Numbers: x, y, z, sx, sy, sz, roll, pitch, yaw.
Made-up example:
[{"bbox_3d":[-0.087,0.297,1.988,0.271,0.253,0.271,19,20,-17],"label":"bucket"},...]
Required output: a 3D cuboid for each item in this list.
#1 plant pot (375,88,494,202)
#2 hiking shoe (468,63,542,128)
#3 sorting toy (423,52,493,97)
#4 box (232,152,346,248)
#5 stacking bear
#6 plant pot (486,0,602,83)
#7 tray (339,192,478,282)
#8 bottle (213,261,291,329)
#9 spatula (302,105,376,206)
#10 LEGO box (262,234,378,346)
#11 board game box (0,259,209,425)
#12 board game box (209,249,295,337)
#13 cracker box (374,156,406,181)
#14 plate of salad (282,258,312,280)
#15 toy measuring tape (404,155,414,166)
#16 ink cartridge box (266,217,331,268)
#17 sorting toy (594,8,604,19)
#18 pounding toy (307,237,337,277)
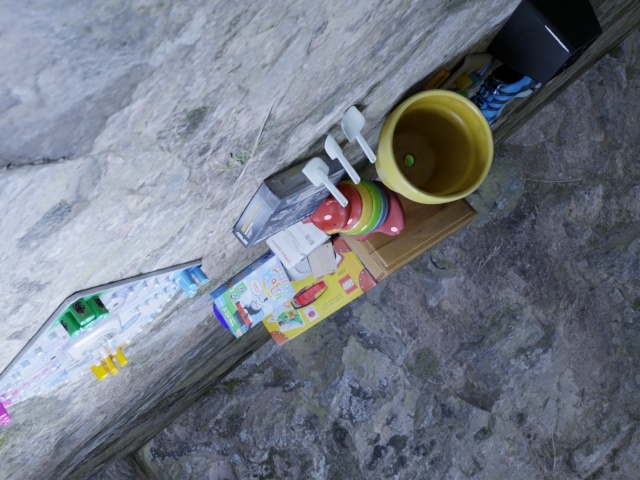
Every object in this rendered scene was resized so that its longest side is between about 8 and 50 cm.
[{"bbox_3d":[0.243,-0.207,1.514,0.254,0.254,0.239,-38,-174,-11],"label":"plant pot"},{"bbox_3d":[0.455,-0.395,1.715,0.304,0.113,0.132,-41,146,7],"label":"hiking shoe"},{"bbox_3d":[0.344,-0.382,1.606,0.196,0.047,0.348,-47,168,35],"label":"sorting toy"},{"bbox_3d":[-0.063,-0.090,1.371,0.231,0.056,0.183,-31,165,-42],"label":"box"},{"bbox_3d":[0.073,-0.081,1.638,0.176,0.164,0.289,-9,177,33],"label":"stacking bear"},{"bbox_3d":[0.552,-0.494,1.533,0.188,0.167,0.187,-36,170,-26],"label":"plant pot"},{"bbox_3d":[0.271,-0.059,1.939,0.411,0.202,0.076,-30,164,-31],"label":"tray"},{"bbox_3d":[-0.182,0.147,1.885,0.283,0.092,0.118,-37,173,-19],"label":"bottle"},{"bbox_3d":[0.055,-0.166,1.334,0.168,0.019,0.242,-57,154,-3],"label":"spatula"},{"bbox_3d":[0.062,0.122,2.209,0.500,0.193,0.373,-38,174,39],"label":"LEGO box"},{"bbox_3d":[-0.448,0.206,1.285,0.390,0.050,0.390,-43,170,22],"label":"board game box"},{"bbox_3d":[-0.185,0.150,1.779,0.212,0.039,0.160,-37,128,-19],"label":"board game box"},{"bbox_3d":[0.214,-0.168,2.020,0.156,0.067,0.232,-25,164,-48],"label":"cracker box"},{"bbox_3d":[-0.045,0.025,1.869,0.200,0.048,0.199,-33,137,-37],"label":"plate of salad"},{"bbox_3d":[0.292,-0.254,1.814,0.121,0.121,0.330,-40,167,3],"label":"toy measuring tape"},{"bbox_3d":[-0.057,-0.005,1.651,0.135,0.099,0.056,-40,171,8],"label":"ink cartridge box"},{"bbox_3d":[0.648,-0.552,1.857,0.256,0.089,0.257,-36,170,-20],"label":"sorting toy"},{"bbox_3d":[0.000,0.000,1.759,0.100,0.141,0.130,-17,132,-4],"label":"pounding toy"}]
